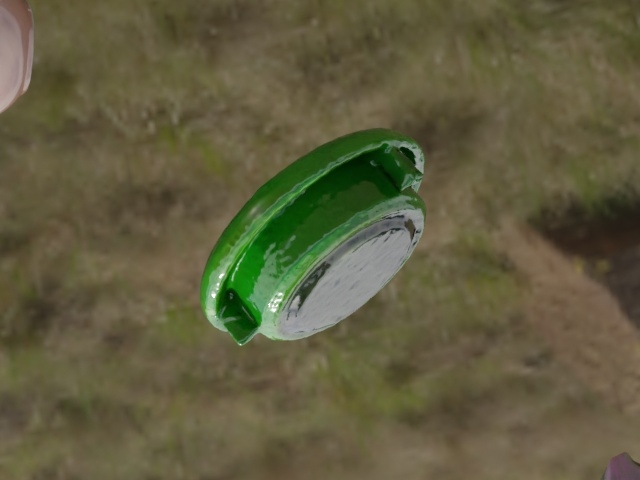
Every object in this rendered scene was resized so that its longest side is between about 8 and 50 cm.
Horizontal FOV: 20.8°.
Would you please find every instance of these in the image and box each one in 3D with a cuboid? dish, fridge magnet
[{"bbox_3d":[-0.344,-0.212,1.743,0.090,0.213,0.213,-5,160,-26],"label":"dish"},{"bbox_3d":[0.000,0.000,1.317,0.208,0.088,0.208,-35,158,-16],"label":"fridge magnet"}]

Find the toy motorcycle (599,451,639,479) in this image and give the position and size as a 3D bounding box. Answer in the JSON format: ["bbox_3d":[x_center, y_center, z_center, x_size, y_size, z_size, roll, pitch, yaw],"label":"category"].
[{"bbox_3d":[0.353,0.285,1.499,0.188,0.327,0.143,-28,167,14],"label":"toy motorcycle"}]
